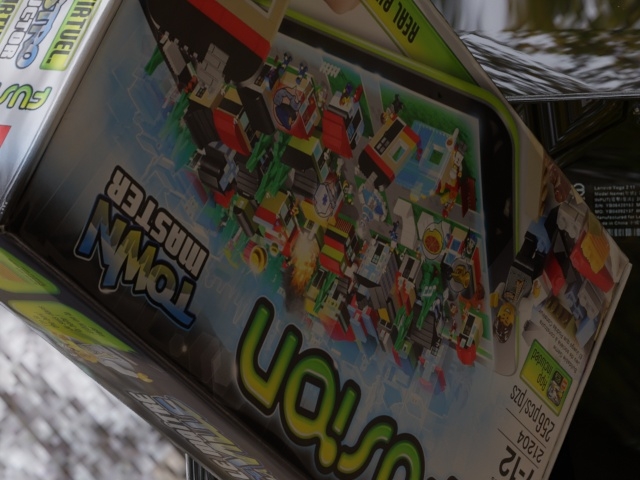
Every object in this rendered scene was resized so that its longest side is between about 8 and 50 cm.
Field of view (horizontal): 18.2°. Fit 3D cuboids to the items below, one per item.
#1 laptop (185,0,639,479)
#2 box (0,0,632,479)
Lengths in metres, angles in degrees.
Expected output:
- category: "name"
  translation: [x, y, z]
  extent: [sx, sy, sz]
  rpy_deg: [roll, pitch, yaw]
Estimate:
- category: "laptop"
  translation: [0.140, -0.022, 1.092]
  extent: [0.382, 0.408, 0.236]
  rpy_deg: [-1, 3, 21]
- category: "box"
  translation: [0.000, 0.000, 0.463]
  extent: [0.207, 0.036, 0.114]
  rpy_deg: [45, -118, -45]
